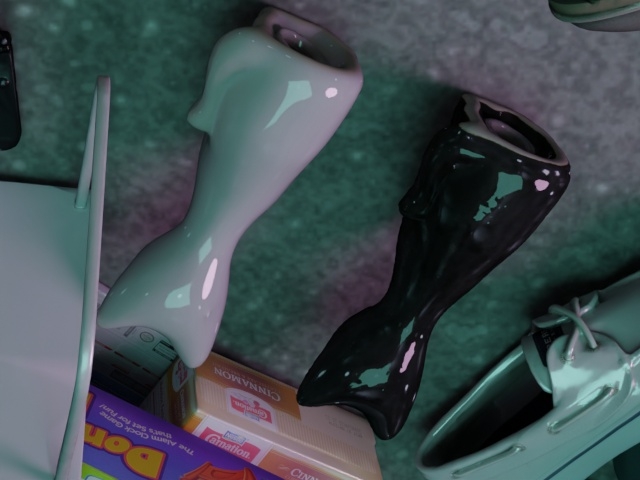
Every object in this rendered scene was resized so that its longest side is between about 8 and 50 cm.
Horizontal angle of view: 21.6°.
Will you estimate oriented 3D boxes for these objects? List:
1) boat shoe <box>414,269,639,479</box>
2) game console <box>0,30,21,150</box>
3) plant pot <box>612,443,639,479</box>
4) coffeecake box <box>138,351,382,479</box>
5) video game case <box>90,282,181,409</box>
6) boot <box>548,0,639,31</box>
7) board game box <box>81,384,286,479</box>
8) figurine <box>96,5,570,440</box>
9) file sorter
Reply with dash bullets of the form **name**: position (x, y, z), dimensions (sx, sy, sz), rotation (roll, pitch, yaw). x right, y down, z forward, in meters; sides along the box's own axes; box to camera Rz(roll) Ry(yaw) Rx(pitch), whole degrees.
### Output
- **boat shoe**: position (0.162, 0.081, 1.031), dimensions (0.084, 0.095, 0.258), rotation (29, 115, -27)
- **game console**: position (-0.229, -0.080, 0.902), dimensions (0.122, 0.071, 0.107), rotation (-2, 123, -4)
- **plant pot**: position (0.349, 0.176, 1.027), dimensions (0.293, 0.235, 0.293), rotation (-3, 123, -4)
- **coffeecake box**: position (-0.072, 0.173, 1.077), dimensions (0.142, 0.068, 0.185), rotation (27, 118, -25)
- **video game case**: position (-0.145, 0.087, 1.055), dimensions (0.087, 0.011, 0.122), rotation (34, 114, -24)
- **boot**: position (0.238, -0.090, 0.950), dimensions (0.189, 0.076, 0.208), rotation (-15, 130, 7)
- **board game box**: position (-0.198, 0.187, 1.004), dimensions (0.347, 0.078, 0.233), rotation (25, 115, 1)
- **figurine**: position (0.000, 0.000, 0.948), dimensions (0.214, 0.092, 0.209), rotation (22, 110, -17)
- **file sorter**: position (-0.251, 0.011, 0.851), dimensions (0.277, 0.193, 0.173), rotation (5, 151, -10)
